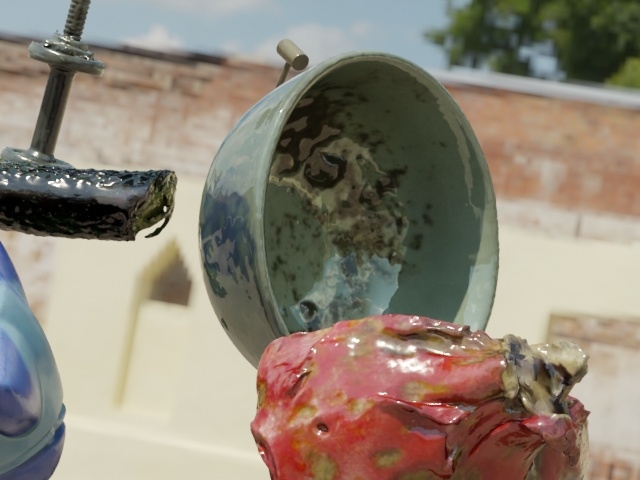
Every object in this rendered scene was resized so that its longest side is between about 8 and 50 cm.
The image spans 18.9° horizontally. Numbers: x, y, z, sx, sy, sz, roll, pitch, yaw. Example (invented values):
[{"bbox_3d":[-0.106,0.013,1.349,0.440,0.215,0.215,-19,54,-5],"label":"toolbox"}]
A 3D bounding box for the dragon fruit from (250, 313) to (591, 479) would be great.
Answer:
[{"bbox_3d":[0.092,0.144,1.289,0.262,0.134,0.211,32,-51,-13],"label":"dragon fruit"}]

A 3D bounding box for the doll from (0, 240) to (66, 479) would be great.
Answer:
[{"bbox_3d":[-0.318,0.129,1.418,0.376,0.365,0.187,7,37,-53],"label":"doll"}]

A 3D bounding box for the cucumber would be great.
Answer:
[{"bbox_3d":[-0.240,-0.036,1.546,0.245,0.067,0.067,4,-5,11],"label":"cucumber"}]

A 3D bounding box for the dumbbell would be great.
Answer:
[{"bbox_3d":[-0.275,-0.132,1.972,0.081,0.254,0.081,15,7,-2],"label":"dumbbell"}]

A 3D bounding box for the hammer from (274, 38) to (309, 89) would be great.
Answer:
[{"bbox_3d":[-0.045,-0.144,1.911,0.019,0.110,0.035,8,25,-37],"label":"hammer"}]

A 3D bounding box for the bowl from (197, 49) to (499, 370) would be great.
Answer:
[{"bbox_3d":[0.000,0.000,1.522,0.146,0.289,0.289,-4,-13,42],"label":"bowl"}]
